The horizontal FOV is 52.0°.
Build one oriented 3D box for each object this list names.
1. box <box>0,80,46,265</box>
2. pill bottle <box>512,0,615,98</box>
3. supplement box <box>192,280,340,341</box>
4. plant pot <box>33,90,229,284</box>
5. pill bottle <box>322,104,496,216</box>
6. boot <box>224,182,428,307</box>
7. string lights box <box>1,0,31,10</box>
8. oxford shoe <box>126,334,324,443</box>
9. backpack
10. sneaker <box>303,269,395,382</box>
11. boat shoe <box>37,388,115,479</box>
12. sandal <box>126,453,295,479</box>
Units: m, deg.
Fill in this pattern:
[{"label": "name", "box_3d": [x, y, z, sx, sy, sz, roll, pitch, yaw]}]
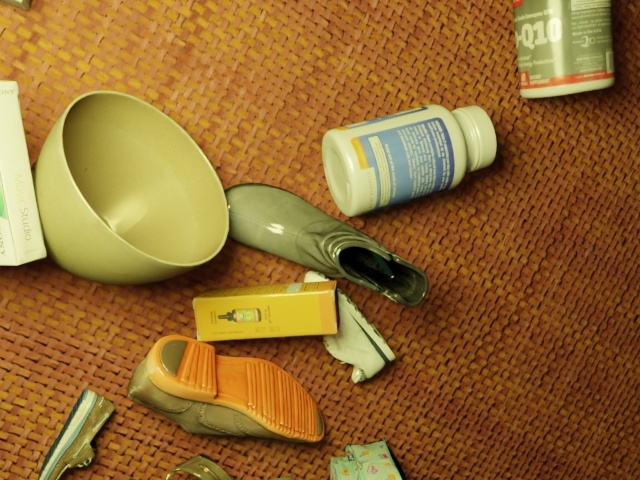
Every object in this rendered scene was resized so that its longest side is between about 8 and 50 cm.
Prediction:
[{"label": "box", "box_3d": [-0.525, -0.083, 0.881, 0.322, 0.058, 0.232, -1, 102, 21]}, {"label": "pill bottle", "box_3d": [0.421, -0.401, 1.147, 0.161, 0.161, 0.283, -12, 102, -14]}, {"label": "supplement box", "box_3d": [-0.087, 0.116, 1.090, 0.234, 0.080, 0.078, -4, 101, 4]}, {"label": "plant pot", "box_3d": [-0.302, -0.045, 0.961, 0.191, 0.284, 0.284, -33, 111, 28]}, {"label": "pill bottle", "box_3d": [0.152, -0.144, 1.116, 0.272, 0.152, 0.152, -15, 103, -13]}, {"label": "boot", "box_3d": [0.000, 0.000, 1.057, 0.338, 0.223, 0.118, 16, 95, -19]}, {"label": "string lights box", "box_3d": [-0.447, -0.477, 0.920, 0.133, 0.077, 0.259, 17, 94, -18]}, {"label": "oxford shoe", "box_3d": [-0.155, 0.278, 1.135, 0.364, 0.130, 0.133, 30, 123, -26]}, {"label": "backpack", "box_3d": [0.094, 0.470, 1.184, 0.145, 0.188, 0.165, -8, 102, -15]}, {"label": "sneaker", "box_3d": [0.036, 0.155, 1.172, 0.095, 0.090, 0.235, -37, 105, 4]}, {"label": "boat shoe", "box_3d": [-0.402, 0.340, 1.079, 0.066, 0.066, 0.183, 30, 90, -20]}, {"label": "sandal", "box_3d": [-0.188, 0.415, 1.143, 0.303, 0.120, 0.086, 5, 81, -24]}]
